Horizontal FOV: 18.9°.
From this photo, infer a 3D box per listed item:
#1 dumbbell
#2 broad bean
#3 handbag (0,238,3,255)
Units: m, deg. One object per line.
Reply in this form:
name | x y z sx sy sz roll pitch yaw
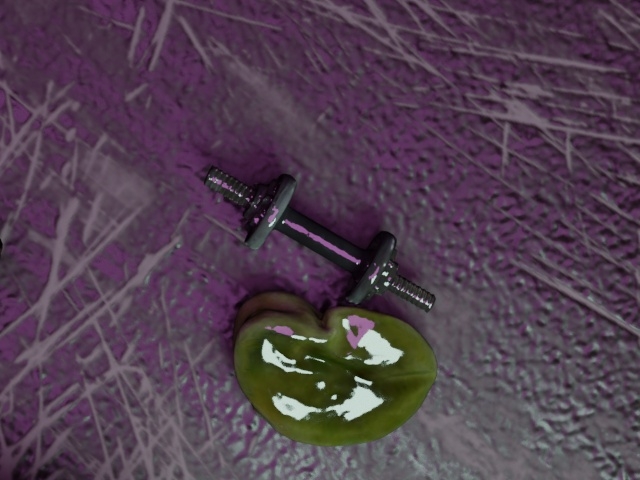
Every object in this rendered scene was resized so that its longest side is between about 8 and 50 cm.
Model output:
dumbbell | 0.000 0.000 1.853 0.254 0.081 0.081 30 90 -7
broad bean | 0.009 0.127 1.866 0.206 0.072 0.153 23 110 -10
handbag | -0.392 0.071 1.784 0.135 0.146 0.225 22 93 -10
